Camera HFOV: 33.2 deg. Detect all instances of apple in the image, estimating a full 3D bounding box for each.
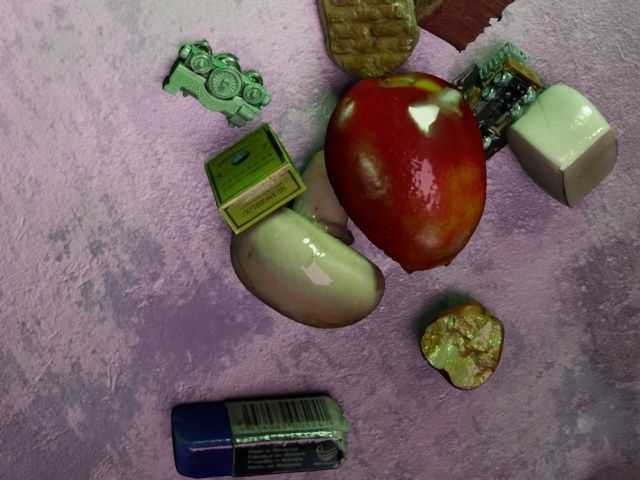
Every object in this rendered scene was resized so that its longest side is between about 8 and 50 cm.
[{"bbox_3d":[0.282,0.200,2.080,0.156,0.147,0.158,41,89,9],"label":"apple"}]

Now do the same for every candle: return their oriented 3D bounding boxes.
[{"bbox_3d":[0.262,-0.460,1.727,0.131,0.287,0.317,24,108,-15],"label":"candle"}]

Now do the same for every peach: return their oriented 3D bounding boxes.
[{"bbox_3d":[0.152,-0.110,1.806,0.281,0.281,0.338,-13,112,-7],"label":"peach"}]

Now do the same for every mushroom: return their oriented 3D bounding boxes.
[{"bbox_3d":[0.000,0.000,1.870,0.292,0.292,0.290,32,80,-22],"label":"mushroom"}]

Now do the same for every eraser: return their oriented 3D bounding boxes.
[{"bbox_3d":[-0.115,0.377,2.052,0.332,0.155,0.101,-3,114,-11],"label":"eraser"}]

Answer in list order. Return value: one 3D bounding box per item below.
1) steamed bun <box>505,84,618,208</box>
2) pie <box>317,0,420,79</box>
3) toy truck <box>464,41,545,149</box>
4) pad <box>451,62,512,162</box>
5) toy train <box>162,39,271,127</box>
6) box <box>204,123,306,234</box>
[{"bbox_3d":[0.429,-0.178,1.923,0.146,0.164,0.242,-42,155,2],"label":"steamed bun"},{"bbox_3d":[0.081,-0.366,1.802,0.195,0.046,0.195,14,123,22],"label":"pie"},{"bbox_3d":[0.300,-0.251,1.898,0.080,0.115,0.177,30,124,-23],"label":"toy truck"},{"bbox_3d":[0.245,-0.191,1.975,0.233,0.022,0.174,-42,114,5],"label":"pad"},{"bbox_3d":[-0.173,-0.262,1.823,0.178,0.071,0.104,29,111,-20],"label":"toy train"},{"bbox_3d":[-0.115,-0.109,1.816,0.141,0.220,0.064,-33,114,4],"label":"box"}]
